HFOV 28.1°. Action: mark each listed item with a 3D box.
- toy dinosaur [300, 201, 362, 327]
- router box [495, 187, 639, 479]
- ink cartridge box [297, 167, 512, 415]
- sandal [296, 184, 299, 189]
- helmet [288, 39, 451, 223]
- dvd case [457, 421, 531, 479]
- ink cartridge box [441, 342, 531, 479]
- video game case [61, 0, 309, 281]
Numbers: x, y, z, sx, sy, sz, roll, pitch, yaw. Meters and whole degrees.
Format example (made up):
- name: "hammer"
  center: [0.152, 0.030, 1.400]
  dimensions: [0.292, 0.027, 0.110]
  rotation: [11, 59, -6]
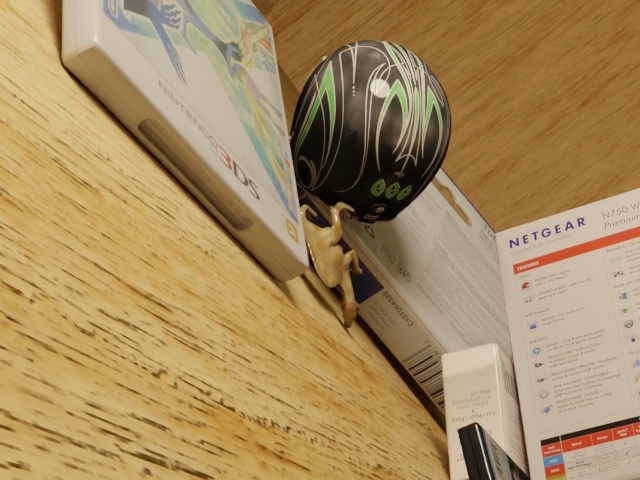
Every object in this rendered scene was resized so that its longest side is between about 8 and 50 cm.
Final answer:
- name: "toy dinosaur"
  center: [0.000, 0.000, 1.227]
  dimensions: [0.183, 0.053, 0.092]
  rotation: [52, 29, -27]
- name: "router box"
  center: [0.352, 0.087, 1.217]
  dimensions: [0.082, 0.336, 0.301]
  rotation: [45, 35, -49]
- name: "ink cartridge box"
  center: [0.110, 0.012, 1.499]
  dimensions: [0.324, 0.071, 0.330]
  rotation: [49, 26, -10]
- name: "sandal"
  center: [-0.062, -0.059, 1.298]
  dimensions: [0.067, 0.040, 0.179]
  rotation: [47, 21, -6]
- name: "helmet"
  center: [0.053, -0.118, 1.293]
  dimensions: [0.169, 0.161, 0.169]
  rotation: [20, 24, -9]
- name: "dvd case"
  center: [0.192, 0.283, 1.073]
  dimensions: [0.253, 0.022, 0.180]
  rotation: [48, 24, -44]
- name: "ink cartridge box"
  center: [0.211, 0.279, 1.280]
  dimensions: [0.296, 0.066, 0.261]
  rotation: [46, 34, -50]
- name: "video game case"
  center: [-0.112, -0.168, 1.075]
  dimensions: [0.300, 0.036, 0.329]
  rotation: [48, 23, -44]
